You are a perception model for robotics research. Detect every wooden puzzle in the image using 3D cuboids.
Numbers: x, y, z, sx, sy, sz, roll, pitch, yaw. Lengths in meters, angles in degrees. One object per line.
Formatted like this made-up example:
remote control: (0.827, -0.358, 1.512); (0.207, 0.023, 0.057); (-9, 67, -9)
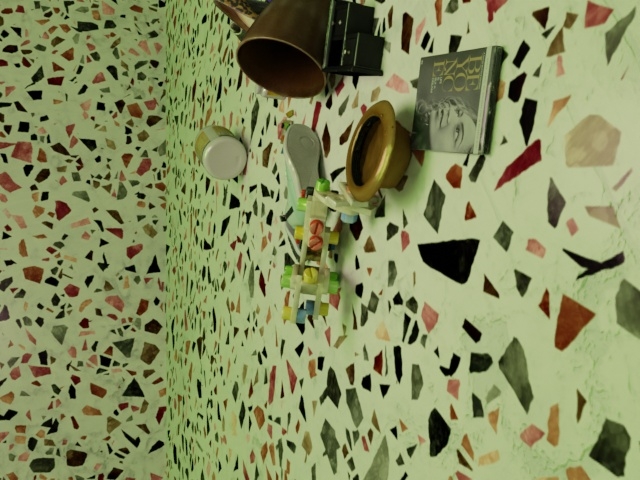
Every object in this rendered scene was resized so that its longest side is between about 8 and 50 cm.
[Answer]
wooden puzzle: (-0.095, -0.295, 1.869); (0.078, 0.014, 0.116); (-167, 80, -66)

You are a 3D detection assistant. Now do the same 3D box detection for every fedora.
fedora: (0.116, -0.161, 1.287); (0.194, 0.079, 0.194); (-168, 90, -67)

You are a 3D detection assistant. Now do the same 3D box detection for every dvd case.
dvd case: (0.217, -0.228, 1.139); (0.221, 0.018, 0.164); (-158, 72, -65)

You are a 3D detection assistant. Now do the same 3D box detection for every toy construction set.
toy construction set: (0.000, 0.000, 1.448); (0.215, 0.151, 0.327); (-80, 12, -64)

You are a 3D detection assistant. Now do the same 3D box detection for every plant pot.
plant pot: (-0.056, -0.486, 1.586); (0.215, 0.215, 0.230); (-27, 41, 63)

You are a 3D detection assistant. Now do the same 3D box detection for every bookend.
bookend: (0.073, -0.423, 1.424); (0.157, 0.072, 0.156); (-150, 65, -63)

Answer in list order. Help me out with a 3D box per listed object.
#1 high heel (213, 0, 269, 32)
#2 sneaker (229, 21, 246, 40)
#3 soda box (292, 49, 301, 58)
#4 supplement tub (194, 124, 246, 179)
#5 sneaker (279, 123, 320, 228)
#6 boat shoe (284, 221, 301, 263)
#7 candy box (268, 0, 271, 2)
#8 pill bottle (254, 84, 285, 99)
high heel: (-0.202, -0.583, 1.930); (0.093, 0.186, 0.261); (127, 140, -52)
sneaker: (-0.249, -0.673, 2.174); (0.192, 0.086, 0.064); (-168, 82, -67)
soda box: (-0.074, -0.499, 1.776); (0.210, 0.067, 0.071); (-112, 33, -44)
supplement tub: (-0.332, -0.294, 2.252); (0.199, 0.144, 0.144); (-130, 48, -58)
sneaker: (-0.059, -0.150, 1.673); (0.151, 0.094, 0.256); (126, 141, -57)
boat shoe: (-0.062, -0.002, 1.719); (0.040, 0.049, 0.142); (114, 147, -41)
candy box: (-0.084, -0.763, 1.762); (0.317, 0.122, 0.268); (-122, 40, -51)
pill bottle: (-0.137, -0.413, 1.892); (0.043, 0.083, 0.043); (-177, 90, -66)
